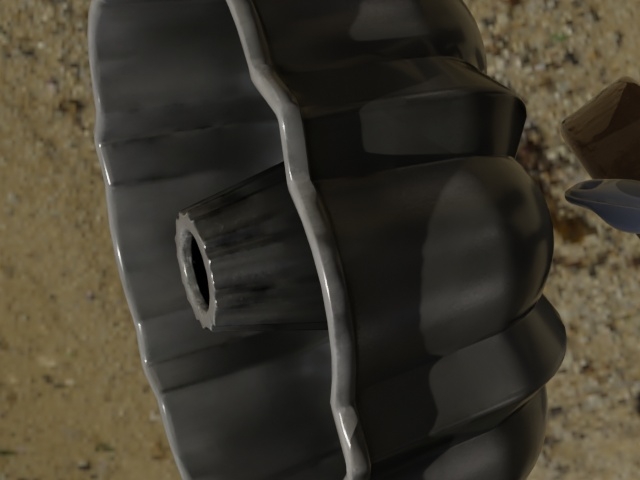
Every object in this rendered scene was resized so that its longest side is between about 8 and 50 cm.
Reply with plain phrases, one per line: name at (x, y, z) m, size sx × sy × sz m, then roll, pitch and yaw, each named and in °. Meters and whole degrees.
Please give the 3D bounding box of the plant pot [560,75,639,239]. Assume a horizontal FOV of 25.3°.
plant pot at (0.311, -0.044, 0.860) m, size 0.229 × 0.263 × 0.263 m, roll -41°, pitch 133°, yaw 13°

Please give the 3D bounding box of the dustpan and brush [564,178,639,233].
dustpan and brush at (0.189, 0.008, 0.540) m, size 0.211 × 0.147 × 0.060 m, roll 5°, pitch 122°, yaw 42°

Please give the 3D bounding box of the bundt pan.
bundt pan at (0.000, 0.000, 0.640) m, size 0.124 × 0.331 × 0.331 m, roll -13°, pitch 147°, yaw -19°
